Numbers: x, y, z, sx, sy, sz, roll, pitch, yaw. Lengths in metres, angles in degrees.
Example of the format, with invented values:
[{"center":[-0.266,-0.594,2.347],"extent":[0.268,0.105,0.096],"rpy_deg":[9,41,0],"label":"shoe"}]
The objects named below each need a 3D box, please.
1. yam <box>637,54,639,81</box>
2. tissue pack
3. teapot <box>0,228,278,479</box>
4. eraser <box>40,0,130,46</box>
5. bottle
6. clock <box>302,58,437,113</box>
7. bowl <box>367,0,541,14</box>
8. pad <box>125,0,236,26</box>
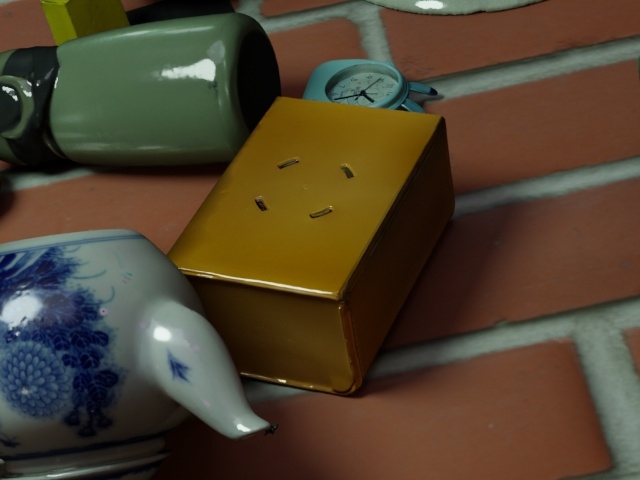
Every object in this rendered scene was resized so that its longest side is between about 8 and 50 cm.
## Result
[{"center":[0.455,-0.144,1.692],"extent":[0.201,0.202,0.271],"rpy_deg":[-44,46,-3],"label":"yam"},{"center":[0.000,0.000,1.675],"extent":[0.194,0.145,0.274],"rpy_deg":[8,44,26],"label":"tissue pack"},{"center":[-0.220,0.136,1.514],"extent":[0.424,0.280,0.252],"rpy_deg":[-9,-3,34],"label":"teapot"},{"center":[-0.285,-0.270,2.085],"extent":[0.045,0.122,0.097],"rpy_deg":[13,47,30],"label":"eraser"},{"center":[-0.228,-0.160,1.916],"extent":[0.347,0.168,0.168],"rpy_deg":[-4,40,19],"label":"bottle"},{"center":[0.055,-0.160,1.926],"extent":[0.147,0.045,0.108],"rpy_deg":[1,42,16],"label":"clock"},{"center":[0.194,-0.485,2.155],"extent":[0.435,0.196,0.435],"rpy_deg":[-8,40,7],"label":"bowl"},{"center":[-0.205,-0.276,2.168],"extent":[0.193,0.004,0.116],"rpy_deg":[-17,40,-6],"label":"pad"}]
